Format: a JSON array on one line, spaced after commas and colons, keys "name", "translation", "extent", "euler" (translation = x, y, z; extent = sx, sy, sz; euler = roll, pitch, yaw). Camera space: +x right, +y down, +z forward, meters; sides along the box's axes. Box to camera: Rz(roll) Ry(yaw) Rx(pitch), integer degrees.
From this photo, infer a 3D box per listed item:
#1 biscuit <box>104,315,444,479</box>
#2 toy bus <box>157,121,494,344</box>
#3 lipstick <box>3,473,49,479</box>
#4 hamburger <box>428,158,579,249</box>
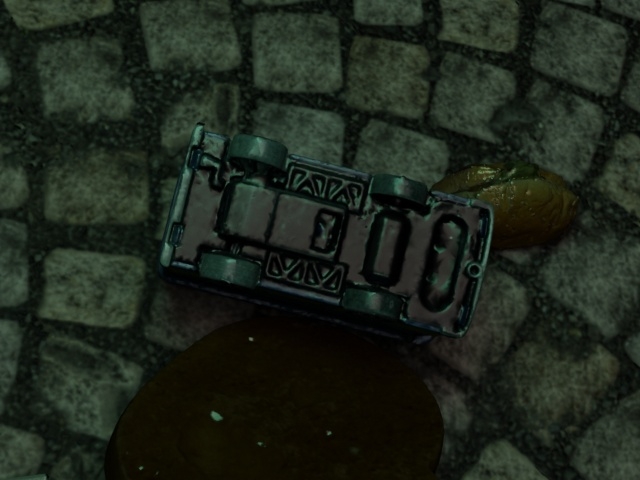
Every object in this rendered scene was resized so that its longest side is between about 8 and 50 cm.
[{"name": "biscuit", "translation": [-0.018, 0.200, 1.208], "extent": [0.314, 0.063, 0.367], "euler": [28, 32, 15]}, {"name": "toy bus", "translation": [0.000, 0.000, 1.316], "extent": [0.312, 0.190, 0.152], "euler": [14, 82, -5]}, {"name": "lipstick", "translation": [-0.314, 0.244, 1.247], "extent": [0.107, 0.025, 0.025], "euler": [-8, 70, -8]}, {"name": "hamburger", "translation": [0.208, -0.041, 1.429], "extent": [0.176, 0.102, 0.087], "euler": [3, 74, -10]}]
